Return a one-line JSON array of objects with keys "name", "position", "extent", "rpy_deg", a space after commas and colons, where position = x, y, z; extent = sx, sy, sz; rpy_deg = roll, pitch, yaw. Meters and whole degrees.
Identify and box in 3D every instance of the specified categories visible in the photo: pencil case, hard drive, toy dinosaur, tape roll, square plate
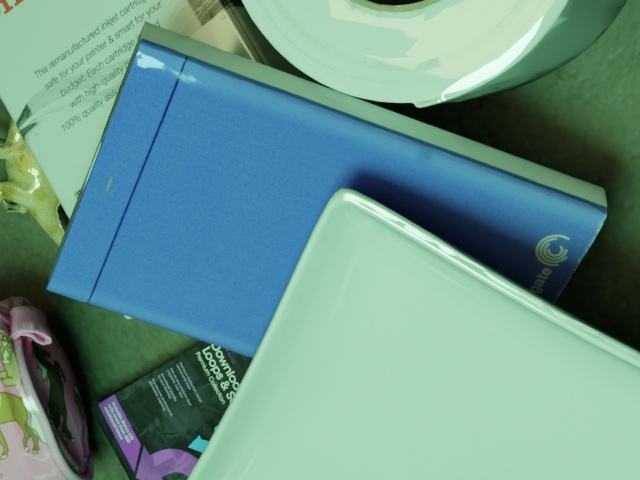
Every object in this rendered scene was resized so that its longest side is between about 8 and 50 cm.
[{"name": "pencil case", "position": [-0.365, 0.170, 1.290], "extent": [0.386, 0.167, 0.160], "rpy_deg": [-18, 68, 3]}, {"name": "hard drive", "position": [0.000, 0.000, 1.119], "extent": [0.318, 0.040, 0.210], "rpy_deg": [19, 125, -11]}, {"name": "toy dinosaur", "position": [-0.227, -0.040, 1.300], "extent": [0.092, 0.053, 0.183], "rpy_deg": [-5, 108, 35]}, {"name": "tape roll", "position": [0.079, -0.215, 1.091], "extent": [0.246, 0.169, 0.246], "rpy_deg": [3, 98, 23]}, {"name": "square plate", "position": [0.101, 0.164, 1.138], "extent": [0.344, 0.049, 0.347], "rpy_deg": [28, 125, 1]}]

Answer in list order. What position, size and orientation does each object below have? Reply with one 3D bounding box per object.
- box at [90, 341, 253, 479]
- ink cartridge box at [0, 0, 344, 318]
[{"name": "box", "position": [-0.086, 0.142, 1.292], "extent": [0.162, 0.029, 0.116], "rpy_deg": [-32, 85, 23]}, {"name": "ink cartridge box", "position": [-0.112, -0.113, 1.217], "extent": [0.197, 0.114, 0.273], "rpy_deg": [-32, 87, 24]}]
